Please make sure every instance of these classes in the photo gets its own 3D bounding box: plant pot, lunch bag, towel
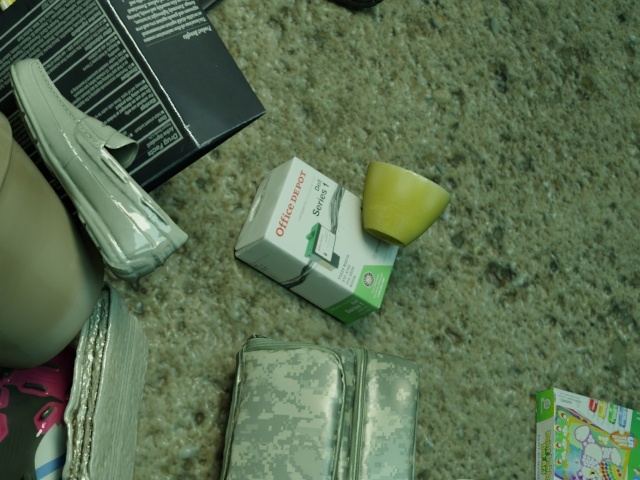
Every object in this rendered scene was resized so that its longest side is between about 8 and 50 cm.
[{"bbox_3d":[-0.431,0.011,1.739,0.280,0.323,0.323,40,54,-36],"label":"plant pot"},{"bbox_3d":[-0.013,0.296,1.956,0.256,0.212,0.305,12,64,-12],"label":"lunch bag"},{"bbox_3d":[-0.278,0.217,1.829,0.049,0.187,0.282,0,64,9],"label":"towel"},{"bbox_3d":[0.116,-0.046,2.107,0.134,0.134,0.095,27,81,-23],"label":"plant pot"}]

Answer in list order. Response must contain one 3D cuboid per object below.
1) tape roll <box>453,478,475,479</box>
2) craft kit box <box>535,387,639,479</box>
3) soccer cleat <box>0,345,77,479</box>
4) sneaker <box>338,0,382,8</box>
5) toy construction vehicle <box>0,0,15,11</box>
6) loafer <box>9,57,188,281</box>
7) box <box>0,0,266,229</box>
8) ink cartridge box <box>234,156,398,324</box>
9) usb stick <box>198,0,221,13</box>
[{"bbox_3d":[0.211,0.472,2.115,0.219,0.072,0.219,13,66,-31],"label":"tape roll"},{"bbox_3d":[0.463,0.390,2.328,0.250,0.061,0.246,17,67,-28],"label":"craft kit box"},{"bbox_3d":[-0.375,0.280,1.783,0.116,0.143,0.331,7,42,3],"label":"soccer cleat"},{"bbox_3d":[-0.018,-0.485,2.318,0.283,0.107,0.124,20,48,-31],"label":"sneaker"},{"bbox_3d":[-0.434,-0.365,2.022,0.098,0.035,0.086,-40,107,-35],"label":"toy construction vehicle"},{"bbox_3d":[-0.281,-0.100,1.757,0.111,0.112,0.319,-31,81,-9],"label":"loafer"},{"bbox_3d":[-0.284,-0.204,1.878,0.294,0.296,0.183,59,36,-2],"label":"box"},{"bbox_3d":[0.000,0.000,2.135,0.219,0.093,0.160,32,57,-21],"label":"ink cartridge box"},{"bbox_3d":[-0.205,-0.375,2.169,0.077,0.045,0.278,46,54,-3],"label":"usb stick"}]
